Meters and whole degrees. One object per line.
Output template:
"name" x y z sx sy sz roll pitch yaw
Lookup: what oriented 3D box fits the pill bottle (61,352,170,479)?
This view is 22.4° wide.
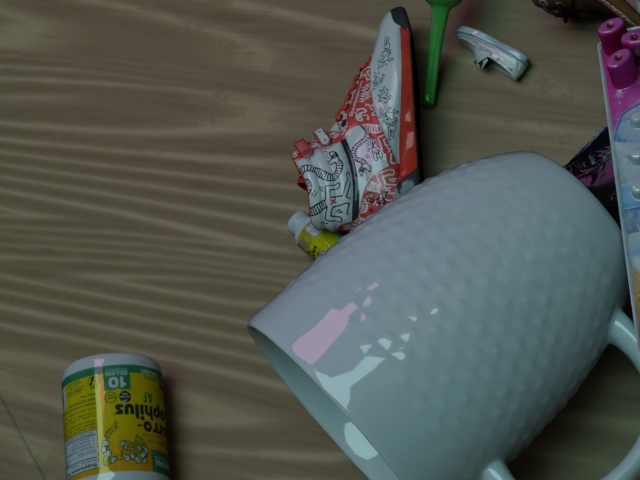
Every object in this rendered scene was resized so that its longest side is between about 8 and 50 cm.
"pill bottle" -0.231 0.242 1.832 0.117 0.117 0.208 -17 65 22

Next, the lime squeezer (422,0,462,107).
"lime squeezer" 0.150 -0.315 1.842 0.059 0.110 0.310 2 73 18

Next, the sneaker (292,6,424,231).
"sneaker" 0.040 -0.137 1.826 0.145 0.090 0.270 -4 72 8

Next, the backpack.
"backpack" 0.325 -0.074 1.671 0.114 0.084 0.105 -49 58 10

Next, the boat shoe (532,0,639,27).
"boat shoe" 0.284 -0.284 1.766 0.104 0.111 0.307 -46 48 11

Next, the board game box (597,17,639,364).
"board game box" 0.466 -0.085 1.495 0.390 0.050 0.390 -11 59 16

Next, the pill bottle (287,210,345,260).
"pill bottle" 0.000 0.000 1.841 0.083 0.043 0.043 39 92 33

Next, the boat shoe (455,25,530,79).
"boat shoe" 0.189 -0.210 1.825 0.100 0.035 0.035 31 86 26

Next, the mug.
"mug" 0.170 0.108 1.581 0.328 0.276 0.374 -41 65 -9
